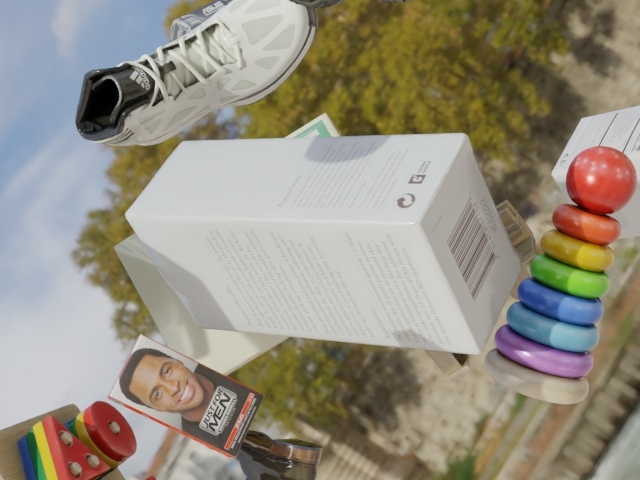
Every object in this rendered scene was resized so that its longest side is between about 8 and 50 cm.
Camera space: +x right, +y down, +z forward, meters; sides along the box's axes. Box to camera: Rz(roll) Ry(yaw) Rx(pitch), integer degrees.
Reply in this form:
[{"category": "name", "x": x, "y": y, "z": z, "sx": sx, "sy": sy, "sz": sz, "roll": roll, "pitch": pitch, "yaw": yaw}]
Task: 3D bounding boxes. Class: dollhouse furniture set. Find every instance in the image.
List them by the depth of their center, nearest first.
[{"category": "dollhouse furniture set", "x": 0.263, "y": 0.089, "z": 1.967, "sx": 0.242, "sy": 0.161, "sz": 0.212, "roll": -35, "pitch": 13, "yaw": 20}]

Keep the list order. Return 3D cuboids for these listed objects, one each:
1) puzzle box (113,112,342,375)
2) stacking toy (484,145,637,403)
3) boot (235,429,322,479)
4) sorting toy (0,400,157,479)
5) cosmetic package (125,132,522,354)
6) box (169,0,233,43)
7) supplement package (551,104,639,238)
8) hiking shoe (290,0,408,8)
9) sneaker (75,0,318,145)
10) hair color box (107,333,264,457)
[{"category": "puzzle box", "x": -0.089, "y": 0.020, "z": 1.887, "sx": 0.409, "sy": 0.272, "sz": 0.052, "roll": -31, "pitch": -11, "yaw": 7}, {"category": "stacking toy", "x": 0.321, "y": 0.037, "z": 1.557, "sx": 0.141, "sy": 0.141, "sz": 0.330, "roll": -21, "pitch": -53, "yaw": -73}, {"category": "boot", "x": -0.099, "y": 0.331, "z": 1.732, "sx": 0.082, "sy": 0.219, "sz": 0.106, "roll": 12, "pitch": -96, "yaw": -51}, {"category": "sorting toy", "x": -0.289, "y": 0.322, "z": 1.535, "sx": 0.089, "sy": 0.255, "sz": 0.257, "roll": -37, "pitch": -7, "yaw": 14}, {"category": "cosmetic package", "x": 0.000, "y": 0.000, "z": 1.540, "sx": 0.161, "sy": 0.453, "sz": 0.230, "roll": -59, "pitch": -44, "yaw": -35}, {"category": "box", "x": -0.196, "y": -0.401, "z": 2.525, "sx": 0.307, "sy": 0.076, "sz": 0.242, "roll": -37, "pitch": -25, "yaw": -38}, {"category": "supplement package", "x": 0.603, "y": -0.132, "z": 2.155, "sx": 0.293, "sy": 0.177, "sz": 0.175, "roll": -9, "pitch": 35, "yaw": 44}, {"category": "hiking shoe", "x": 0.043, "y": -0.406, "z": 1.760, "sx": 0.114, "sy": 0.226, "sz": 0.086, "roll": 110, "pitch": 151, "yaw": -62}, {"category": "sneaker", "x": -0.218, "y": -0.271, "z": 1.990, "sx": 0.447, "sy": 0.169, "sz": 0.257, "roll": -30, "pitch": 2, "yaw": 23}, {"category": "hair color box", "x": -0.136, "y": 0.158, "z": 1.212, "sx": 0.072, "sy": 0.141, "sz": 0.043, "roll": -65, "pitch": 8, "yaw": -14}]
